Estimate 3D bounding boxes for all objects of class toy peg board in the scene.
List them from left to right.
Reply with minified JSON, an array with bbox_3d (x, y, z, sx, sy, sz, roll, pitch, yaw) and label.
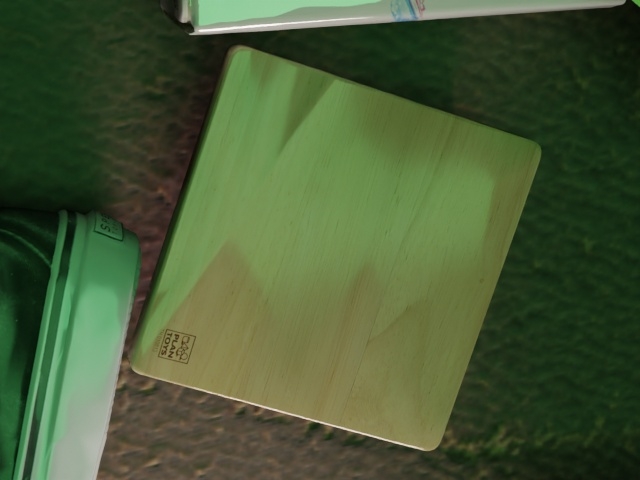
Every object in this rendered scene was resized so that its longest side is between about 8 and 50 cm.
[{"bbox_3d":[0.000,0.000,0.893,0.161,0.079,0.161,16,97,-17],"label":"toy peg board"}]

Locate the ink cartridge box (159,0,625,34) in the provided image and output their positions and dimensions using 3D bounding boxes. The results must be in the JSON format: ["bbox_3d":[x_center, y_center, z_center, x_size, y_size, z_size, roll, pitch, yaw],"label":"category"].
[{"bbox_3d":[0.029,-0.183,0.853,0.212,0.093,0.154,-6,103,-13],"label":"ink cartridge box"}]

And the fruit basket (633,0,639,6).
[{"bbox_3d":[0.342,-0.156,0.758,0.283,0.392,0.392,37,92,-18],"label":"fruit basket"}]

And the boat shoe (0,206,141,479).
[{"bbox_3d":[-0.175,0.143,0.879,0.119,0.121,0.335,12,89,-8],"label":"boat shoe"}]
